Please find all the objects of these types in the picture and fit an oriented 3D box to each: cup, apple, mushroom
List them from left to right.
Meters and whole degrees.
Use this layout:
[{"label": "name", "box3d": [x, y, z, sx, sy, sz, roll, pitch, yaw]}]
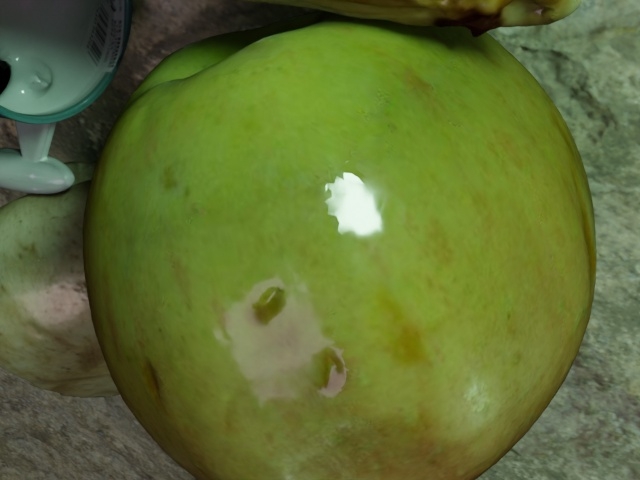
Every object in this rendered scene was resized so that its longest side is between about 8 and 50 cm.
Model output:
[{"label": "cup", "box3d": [-0.255, -0.171, 0.809, 0.173, 0.167, 0.299, 12, 124, 32]}, {"label": "mushroom", "box3d": [-0.158, 0.016, 0.939, 0.189, 0.195, 0.254, -23, 154, 34]}, {"label": "apple", "box3d": [0.000, 0.000, 0.721, 0.338, 0.338, 0.305, -7, 125, 34]}]

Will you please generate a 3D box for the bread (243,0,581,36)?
[{"label": "bread", "box3d": [-0.034, -0.273, 0.551, 0.370, 0.191, 0.314, 7, 137, 17]}]
